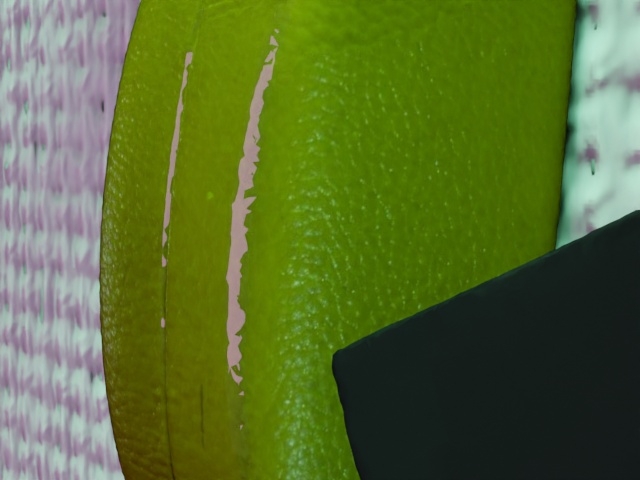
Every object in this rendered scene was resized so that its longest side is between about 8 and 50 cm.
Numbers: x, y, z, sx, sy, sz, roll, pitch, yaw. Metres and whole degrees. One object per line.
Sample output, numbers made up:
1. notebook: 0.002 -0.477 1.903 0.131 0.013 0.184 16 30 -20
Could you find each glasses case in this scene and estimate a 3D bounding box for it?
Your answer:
1. glasses case: 0.000 0.000 0.646 0.141 0.173 0.371 12 100 50

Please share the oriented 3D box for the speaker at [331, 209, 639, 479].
1. speaker: 0.160 0.111 0.425 0.232 0.184 0.254 -30 70 51
